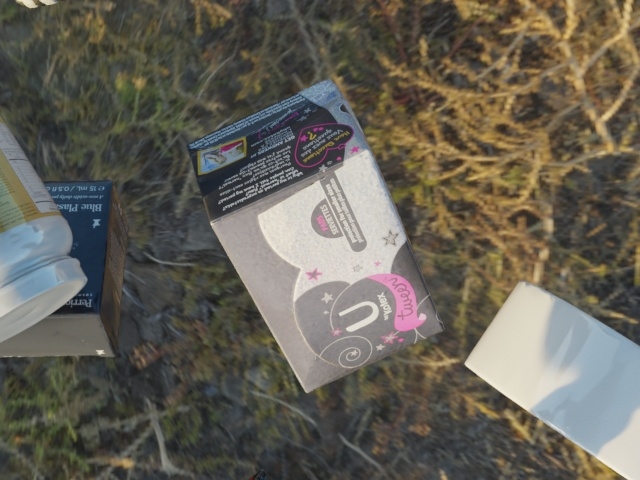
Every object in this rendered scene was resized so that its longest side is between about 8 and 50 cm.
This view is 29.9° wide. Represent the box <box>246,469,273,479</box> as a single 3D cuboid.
[{"bbox_3d":[-0.026,0.161,0.446,0.094,0.137,0.027,48,124,-3],"label":"box"}]

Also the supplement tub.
[{"bbox_3d":[-0.306,-0.018,1.038,0.144,0.144,0.199,-31,84,-10],"label":"supplement tub"}]

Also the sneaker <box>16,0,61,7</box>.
[{"bbox_3d":[-0.193,-0.273,0.811,0.086,0.228,0.132,-16,136,7],"label":"sneaker"}]

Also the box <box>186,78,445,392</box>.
[{"bbox_3d":[0.000,0.000,1.167,0.163,0.142,0.247,-25,130,1],"label":"box"}]

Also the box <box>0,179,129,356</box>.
[{"bbox_3d":[-0.279,0.028,1.186,0.156,0.093,0.158,-1,59,1],"label":"box"}]

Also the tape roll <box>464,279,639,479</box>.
[{"bbox_3d":[0.277,0.154,1.108,0.286,0.286,0.100,33,90,-10],"label":"tape roll"}]
